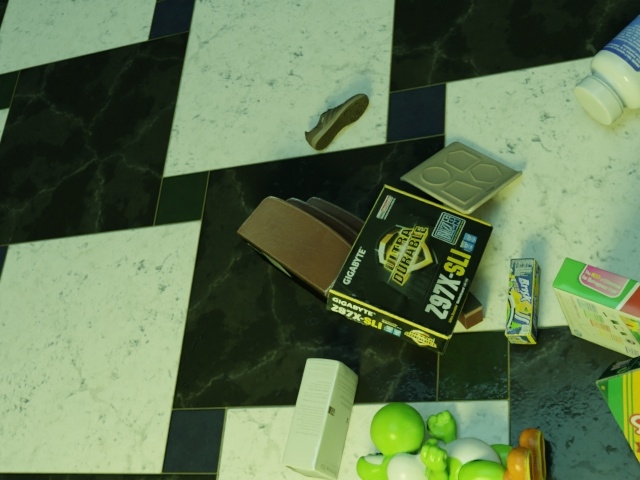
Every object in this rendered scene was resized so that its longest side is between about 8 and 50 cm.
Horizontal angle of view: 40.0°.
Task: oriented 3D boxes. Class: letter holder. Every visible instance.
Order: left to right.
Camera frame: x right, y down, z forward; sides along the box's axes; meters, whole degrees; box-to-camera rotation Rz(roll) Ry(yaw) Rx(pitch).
[{"bbox_3d":[0.000,0.000,2.016,0.302,0.152,0.214,33,81,35],"label":"letter holder"}]

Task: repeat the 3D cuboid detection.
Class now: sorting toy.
[{"bbox_3d":[0.314,-0.138,1.963,0.193,0.038,0.208,-34,46,-31],"label":"sorting toy"}]

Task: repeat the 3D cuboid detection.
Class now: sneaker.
[{"bbox_3d":[0.035,-0.312,2.209,0.188,0.066,0.071,-42,54,0],"label":"sneaker"}]

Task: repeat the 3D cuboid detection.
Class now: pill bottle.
[{"bbox_3d":[0.678,-0.378,1.875,0.272,0.152,0.152,-42,55,1],"label":"pill bottle"}]

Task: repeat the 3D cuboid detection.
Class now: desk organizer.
[{"bbox_3d":[0.290,0.126,1.865,0.047,0.050,0.130,-27,44,-12],"label":"desk organizer"}]

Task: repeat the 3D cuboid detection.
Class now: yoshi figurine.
[{"bbox_3d":[0.235,0.395,1.684,0.362,0.204,0.203,-6,47,26],"label":"yoshi figurine"}]

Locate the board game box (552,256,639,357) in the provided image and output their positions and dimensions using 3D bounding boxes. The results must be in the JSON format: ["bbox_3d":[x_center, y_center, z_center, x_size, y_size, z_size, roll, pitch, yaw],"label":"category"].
[{"bbox_3d":[0.595,0.157,1.587,0.316,0.242,0.064,21,74,32],"label":"board game box"}]

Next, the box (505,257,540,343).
[{"bbox_3d":[0.416,0.124,1.801,0.054,0.059,0.169,-2,64,26],"label":"box"}]

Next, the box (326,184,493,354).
[{"bbox_3d":[0.191,0.054,1.823,0.257,0.079,0.322,23,52,9],"label":"box"}]

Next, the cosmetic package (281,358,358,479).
[{"bbox_3d":[0.003,0.374,1.841,0.085,0.117,0.231,1,66,28],"label":"cosmetic package"}]

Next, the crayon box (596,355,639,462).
[{"bbox_3d":[0.624,0.330,1.441,0.202,0.081,0.319,-30,89,43],"label":"crayon box"}]
